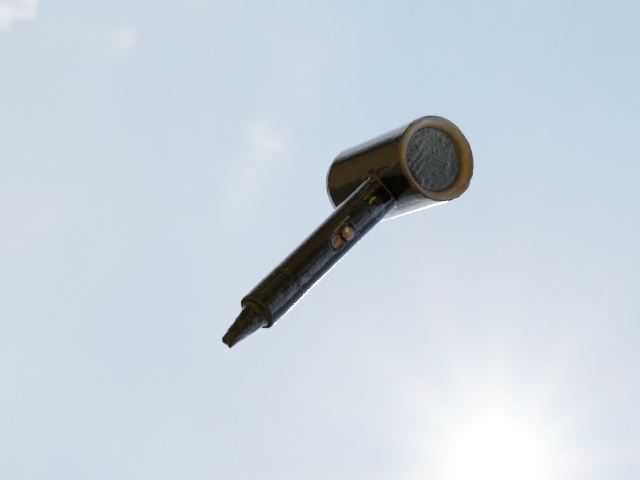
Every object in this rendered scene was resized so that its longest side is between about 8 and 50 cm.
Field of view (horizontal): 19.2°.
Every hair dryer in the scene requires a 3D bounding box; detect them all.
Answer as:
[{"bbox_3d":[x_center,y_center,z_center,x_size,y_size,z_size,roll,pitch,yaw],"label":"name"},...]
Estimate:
[{"bbox_3d":[0.000,0.000,1.477,0.070,0.255,0.128,54,-28,-11],"label":"hair dryer"}]
